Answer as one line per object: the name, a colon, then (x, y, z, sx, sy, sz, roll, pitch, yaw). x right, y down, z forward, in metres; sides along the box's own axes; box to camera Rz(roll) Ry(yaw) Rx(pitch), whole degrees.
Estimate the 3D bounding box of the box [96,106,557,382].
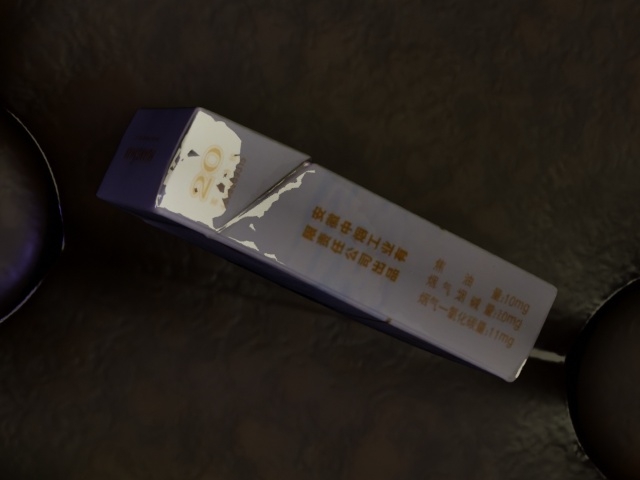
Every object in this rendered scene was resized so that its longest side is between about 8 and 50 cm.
box: (-0.001, 0.000, 0.974, 0.233, 0.149, 0.067, 26, 84, -19)
